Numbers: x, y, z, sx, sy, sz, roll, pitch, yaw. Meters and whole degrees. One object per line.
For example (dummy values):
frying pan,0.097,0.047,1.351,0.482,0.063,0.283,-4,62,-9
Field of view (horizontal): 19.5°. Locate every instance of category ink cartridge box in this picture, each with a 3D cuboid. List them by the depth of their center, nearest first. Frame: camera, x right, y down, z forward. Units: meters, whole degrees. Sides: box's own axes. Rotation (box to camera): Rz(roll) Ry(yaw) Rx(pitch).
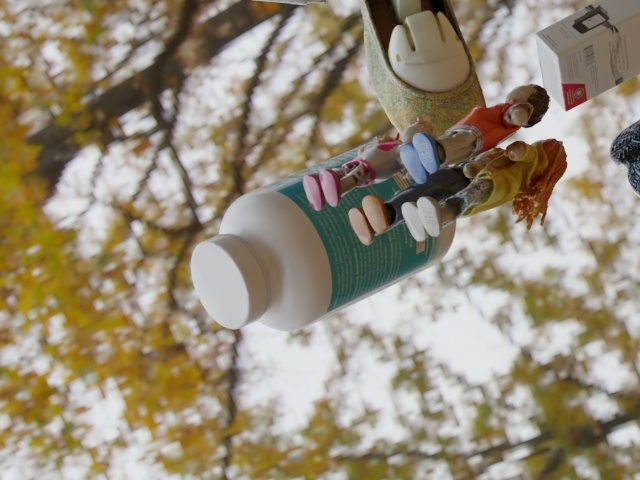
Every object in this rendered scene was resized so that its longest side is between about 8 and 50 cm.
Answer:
ink cartridge box,0.376,-0.261,2.532,0.063,0.150,0.109,54,167,42

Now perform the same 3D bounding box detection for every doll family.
doll family,0.116,-0.050,1.591,0.163,0.263,0.118,-26,-84,-30

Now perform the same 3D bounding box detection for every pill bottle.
pill bottle,0.000,0.000,1.869,0.264,0.146,0.146,-24,-91,-36

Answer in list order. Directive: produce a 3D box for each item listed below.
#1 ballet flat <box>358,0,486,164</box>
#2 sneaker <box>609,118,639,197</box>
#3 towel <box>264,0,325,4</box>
ballet flat,0.102,-0.247,2.088,0.123,0.123,0.349,19,-135,-45
sneaker,0.438,-0.093,2.449,0.081,0.080,0.211,46,-158,-24
towel,-0.155,-0.385,1.687,0.090,0.374,0.321,-85,2,-67
